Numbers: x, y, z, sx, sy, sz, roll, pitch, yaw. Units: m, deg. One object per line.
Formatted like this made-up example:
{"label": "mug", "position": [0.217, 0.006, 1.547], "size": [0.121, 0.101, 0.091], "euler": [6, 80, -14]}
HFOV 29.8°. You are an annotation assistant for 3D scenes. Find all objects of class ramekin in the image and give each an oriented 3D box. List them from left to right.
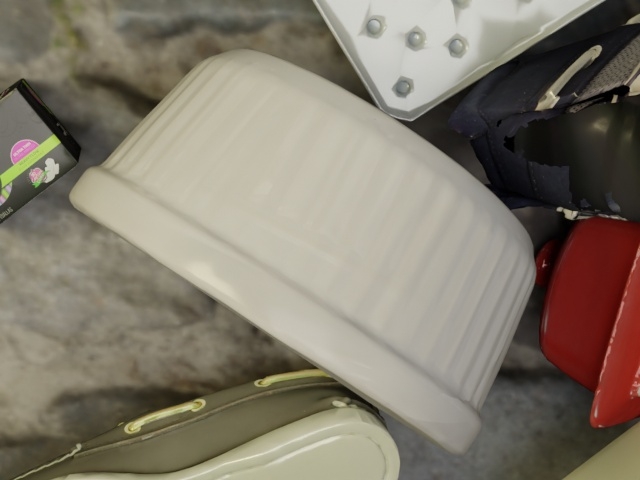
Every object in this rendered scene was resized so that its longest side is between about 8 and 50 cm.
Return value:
{"label": "ramekin", "position": [0.000, 0.000, 0.702], "size": [0.273, 0.273, 0.127], "euler": [35, 84, -16]}

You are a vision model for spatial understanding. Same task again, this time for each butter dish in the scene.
{"label": "butter dish", "position": [0.200, 0.032, 0.817], "size": [0.160, 0.118, 0.159], "euler": [-2, 109, -52]}

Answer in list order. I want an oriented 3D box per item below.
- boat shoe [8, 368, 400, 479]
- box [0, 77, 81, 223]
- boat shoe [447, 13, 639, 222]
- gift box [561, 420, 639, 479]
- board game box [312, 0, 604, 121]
{"label": "boat shoe", "position": [-0.102, 0.165, 0.811], "size": [0.305, 0.091, 0.109], "euler": [-16, 118, -4]}
{"label": "box", "position": [-0.202, -0.051, 0.757], "size": [0.083, 0.052, 0.062], "euler": [-37, 107, 3]}
{"label": "boat shoe", "position": [0.218, -0.109, 0.751], "size": [0.341, 0.158, 0.127], "euler": [-30, 114, -45]}
{"label": "gift box", "position": [0.202, 0.290, 0.792], "size": [0.276, 0.255, 0.258], "euler": [39, 109, -22]}
{"label": "board game box", "position": [0.106, -0.334, 0.720], "size": [0.390, 0.050, 0.390], "euler": [-32, 103, 2]}
